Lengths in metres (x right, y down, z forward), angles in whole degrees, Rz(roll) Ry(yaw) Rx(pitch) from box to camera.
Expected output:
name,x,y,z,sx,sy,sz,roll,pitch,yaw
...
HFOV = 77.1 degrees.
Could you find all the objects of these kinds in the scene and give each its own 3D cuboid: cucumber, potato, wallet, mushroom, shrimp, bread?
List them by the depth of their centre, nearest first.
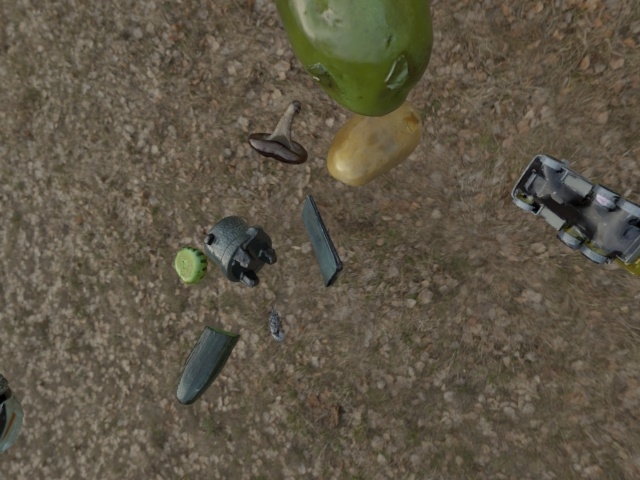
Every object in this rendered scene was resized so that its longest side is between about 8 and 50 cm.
name,x,y,z,sx,sy,sz,roll,pitch,yaw
potato,0.031,-0.260,0.429,0.148,0.186,0.253,-19,118,24
potato,0.114,-0.223,0.901,0.233,0.150,0.146,-33,106,5
cucumber,-0.340,0.376,1.189,0.115,0.063,0.244,31,81,-21
mushroom,-0.135,-0.396,1.420,0.226,0.148,0.218,14,120,-4
bread,-0.465,0.088,1.452,0.139,0.071,0.130,25,96,27
wallet,0.000,0.000,1.720,0.046,0.191,0.379,-11,62,-18
shrimp,-0.194,0.355,1.747,0.065,0.056,0.165,-16,75,24

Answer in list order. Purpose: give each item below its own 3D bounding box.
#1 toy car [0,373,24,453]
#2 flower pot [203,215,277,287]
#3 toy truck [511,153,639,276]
name,x,y,z,sx,sy,sz,roll,pitch,yaw
toy car,-0.306,0.101,0.290,0.204,0.056,0.095,30,61,19
flower pot,-0.358,0.039,1.851,0.282,0.299,0.299,38,103,26
toy truck,0.226,-0.023,0.338,0.052,0.062,0.123,-67,31,29
